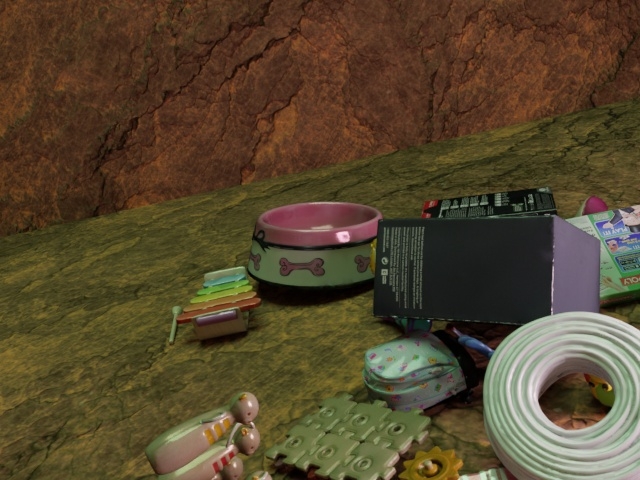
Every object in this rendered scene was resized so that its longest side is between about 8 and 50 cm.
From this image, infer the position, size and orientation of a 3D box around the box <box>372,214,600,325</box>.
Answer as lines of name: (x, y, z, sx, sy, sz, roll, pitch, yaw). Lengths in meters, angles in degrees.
box: (0.314, 0.064, 1.228, 0.313, 0.178, 0.343, 1, -6, 33)

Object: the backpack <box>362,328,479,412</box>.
backpack: (0.162, 0.227, 1.165, 0.182, 0.115, 0.152, -19, 21, -13)

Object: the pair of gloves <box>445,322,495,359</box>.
pair of gloves: (0.289, 0.196, 1.143, 0.023, 0.159, 0.198, -57, 5, -1)

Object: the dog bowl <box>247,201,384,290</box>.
dog bowl: (0.000, 0.000, 1.830, 0.408, 0.150, 0.408, -2, 15, 1)

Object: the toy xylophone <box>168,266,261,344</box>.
toy xylophone: (-0.271, 0.166, 1.687, 0.236, 0.081, 0.322, -14, 17, -8)

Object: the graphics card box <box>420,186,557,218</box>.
graphics card box: (0.476, -0.063, 1.915, 0.371, 0.094, 0.233, -7, 17, 16)

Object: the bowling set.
bowling set: (-0.116, 0.354, 0.912, 0.154, 0.287, 0.200, -27, 65, -22)

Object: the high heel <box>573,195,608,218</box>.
high heel: (0.692, -0.003, 1.643, 0.181, 0.127, 0.377, 31, 32, 23)

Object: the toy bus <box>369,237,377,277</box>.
toy bus: (0.190, 0.041, 1.618, 0.220, 0.149, 0.211, 5, 2, -30)

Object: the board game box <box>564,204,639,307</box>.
board game box: (0.575, 0.041, 1.427, 0.317, 0.046, 0.213, -11, 51, 0)

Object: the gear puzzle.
gear puzzle: (0.077, 0.314, 1.003, 0.175, 0.044, 0.339, -35, 19, -36)

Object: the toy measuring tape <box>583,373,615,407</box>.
toy measuring tape: (0.517, 0.208, 1.080, 0.330, 0.121, 0.121, 4, 4, -42)

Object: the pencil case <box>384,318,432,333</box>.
pencil case: (0.175, 0.159, 1.454, 0.070, 0.064, 0.152, -51, 26, -7)

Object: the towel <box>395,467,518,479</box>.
towel: (0.195, 0.355, 0.882, 0.197, 0.029, 0.144, -10, 18, 4)

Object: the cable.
cable: (0.344, 0.220, 0.905, 0.257, 0.089, 0.257, -4, 55, 26)
